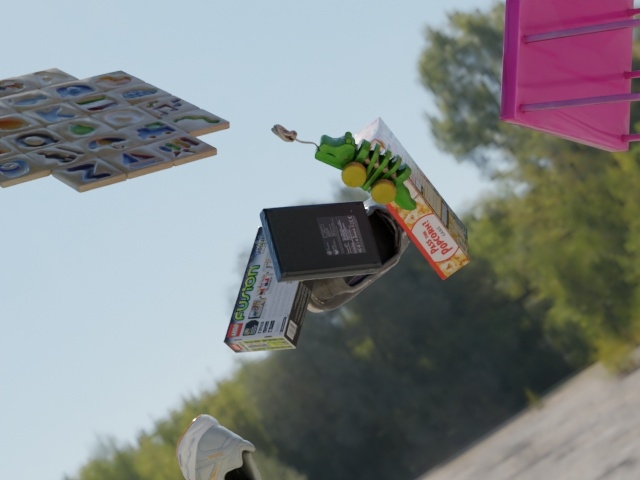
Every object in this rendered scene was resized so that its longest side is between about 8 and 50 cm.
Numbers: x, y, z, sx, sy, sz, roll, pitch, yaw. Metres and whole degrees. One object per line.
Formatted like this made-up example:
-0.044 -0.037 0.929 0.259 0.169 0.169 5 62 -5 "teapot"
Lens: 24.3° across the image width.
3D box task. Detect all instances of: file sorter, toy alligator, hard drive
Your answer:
0.311 -0.249 1.443 0.182 0.291 0.202 -2 -8 44 "file sorter"
0.038 -0.095 1.657 0.051 0.189 0.056 -53 16 26 "toy alligator"
0.000 0.000 1.811 0.135 0.094 0.022 -5 -25 -25 "hard drive"

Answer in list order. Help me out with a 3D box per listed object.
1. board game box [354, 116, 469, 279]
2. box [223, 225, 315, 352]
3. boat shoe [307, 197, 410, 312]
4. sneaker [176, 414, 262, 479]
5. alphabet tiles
0.115 -0.056 1.880 0.045 0.193 0.147 -36 9 13 "board game box"
-0.065 0.066 2.214 0.114 0.207 0.036 -7 -37 35 "box"
0.082 0.010 2.392 0.095 0.112 0.335 -24 12 42 "boat shoe"
-0.138 0.387 2.195 0.099 0.121 0.262 -38 -45 -39 "sneaker"
-0.282 -0.129 1.658 0.285 0.342 0.011 -19 -58 -35 "alphabet tiles"
